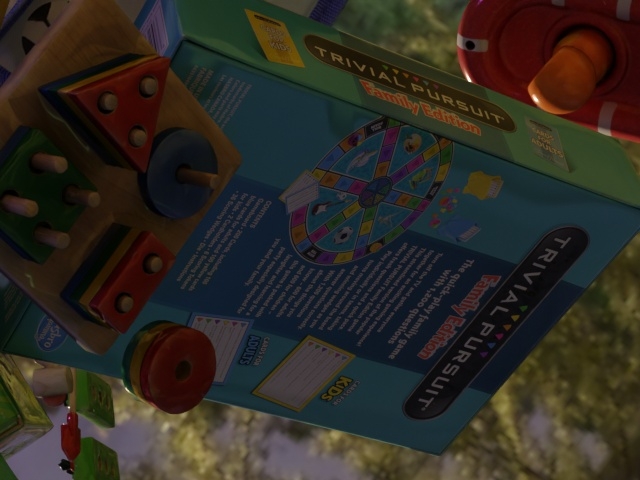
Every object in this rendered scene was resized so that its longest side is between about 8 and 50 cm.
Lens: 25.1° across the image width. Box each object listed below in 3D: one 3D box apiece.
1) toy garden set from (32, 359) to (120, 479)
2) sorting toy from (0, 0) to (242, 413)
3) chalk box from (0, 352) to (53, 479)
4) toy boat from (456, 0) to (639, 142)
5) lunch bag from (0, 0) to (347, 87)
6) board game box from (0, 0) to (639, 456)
[{"bbox_3d":[-0.244,0.110,1.347,0.204,0.049,0.244,71,-170,-73],"label":"toy garden set"},{"bbox_3d":[-0.104,-0.035,0.684,0.046,0.132,0.274,14,152,44],"label":"sorting toy"},{"bbox_3d":[-0.252,0.097,0.864,0.213,0.132,0.132,57,173,6],"label":"chalk box"},{"bbox_3d":[0.227,-0.159,1.273,0.231,0.151,0.151,16,-149,24],"label":"toy boat"},{"bbox_3d":[-0.093,-0.272,1.018,0.239,0.385,0.328,28,-173,-36],"label":"lunch bag"},{"bbox_3d":[0.000,0.000,0.910,0.336,0.254,0.079,17,-144,-28],"label":"board game box"}]
